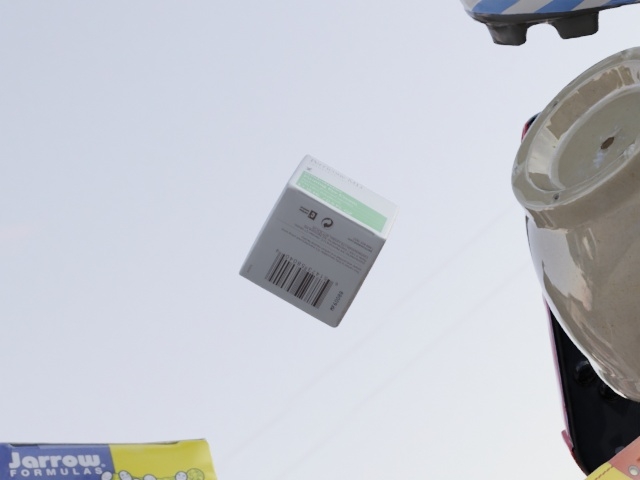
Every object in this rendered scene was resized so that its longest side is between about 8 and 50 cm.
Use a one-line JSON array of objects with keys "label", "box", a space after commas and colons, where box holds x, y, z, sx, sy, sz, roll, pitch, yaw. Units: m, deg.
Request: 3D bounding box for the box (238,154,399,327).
[{"label": "box", "box": [0.000, 0.000, 1.691, 0.102, 0.101, 0.087, -60, 1, 23]}]

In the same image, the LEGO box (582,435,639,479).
[{"label": "LEGO box", "box": [0.309, 0.443, 1.377, 0.193, 0.500, 0.372, -32, -26, -33]}]

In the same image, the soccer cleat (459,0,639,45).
[{"label": "soccer cleat", "box": [0.220, -0.204, 1.123, 0.331, 0.143, 0.116, -7, 28, 23]}]

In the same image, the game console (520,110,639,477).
[{"label": "game console", "box": [0.368, 0.019, 1.630, 0.386, 0.060, 0.342, -14, -71, -12]}]

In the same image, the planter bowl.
[{"label": "planter bowl", "box": [0.158, -0.021, 0.893, 0.162, 0.162, 0.109, -43, -64, 9]}]

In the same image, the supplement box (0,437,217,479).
[{"label": "supplement box", "box": [-0.204, 0.346, 1.586, 0.194, 0.195, 0.356, 1, -45, -20]}]
